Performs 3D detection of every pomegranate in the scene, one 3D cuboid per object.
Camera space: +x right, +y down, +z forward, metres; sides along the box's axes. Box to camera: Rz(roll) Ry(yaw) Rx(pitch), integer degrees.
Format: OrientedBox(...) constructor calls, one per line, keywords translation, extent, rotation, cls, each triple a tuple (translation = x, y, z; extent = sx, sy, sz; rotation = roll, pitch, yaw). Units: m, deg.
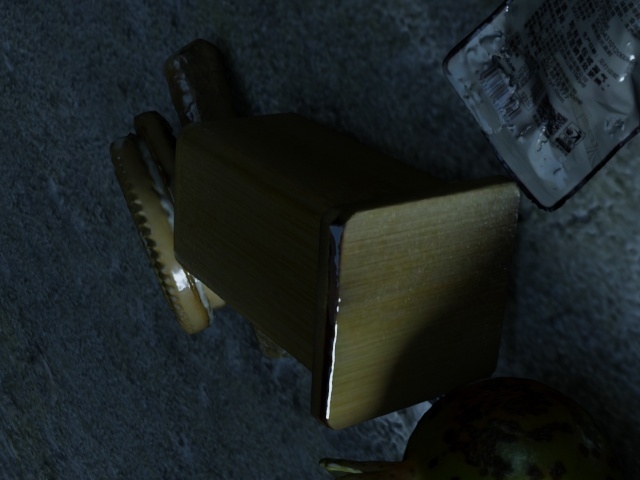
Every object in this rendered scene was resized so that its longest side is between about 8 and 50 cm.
OrientedBox(translation=(0.123, 0.210, 0.880), extent=(0.245, 0.198, 0.198), rotation=(-3, 110, 15), cls="pomegranate")

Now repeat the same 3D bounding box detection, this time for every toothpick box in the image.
OrientedBox(translation=(0.000, 0.000, 0.971), extent=(0.308, 0.190, 0.188), rotation=(31, 125, 49), cls="toothpick box")

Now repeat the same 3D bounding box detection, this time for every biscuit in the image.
OrientedBox(translation=(-0.170, -0.020, 1.239), extent=(0.259, 0.079, 0.259), rotation=(158, 90, -82), cls="biscuit")

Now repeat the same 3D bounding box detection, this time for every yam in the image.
OrientedBox(translation=(-0.086, -0.042, 1.174), extent=(0.081, 0.081, 0.357), rotation=(-20, 89, 57), cls="yam")

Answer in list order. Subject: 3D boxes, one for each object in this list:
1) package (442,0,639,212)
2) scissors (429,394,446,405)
OrientedBox(translation=(0.186, -0.133, 0.773), extent=(0.154, 0.030, 0.239), rotation=(62, 146, 13), cls="package")
OrientedBox(translation=(0.136, 0.165, 1.014), extent=(0.300, 0.022, 0.109), rotation=(53, 144, 24), cls="scissors")
